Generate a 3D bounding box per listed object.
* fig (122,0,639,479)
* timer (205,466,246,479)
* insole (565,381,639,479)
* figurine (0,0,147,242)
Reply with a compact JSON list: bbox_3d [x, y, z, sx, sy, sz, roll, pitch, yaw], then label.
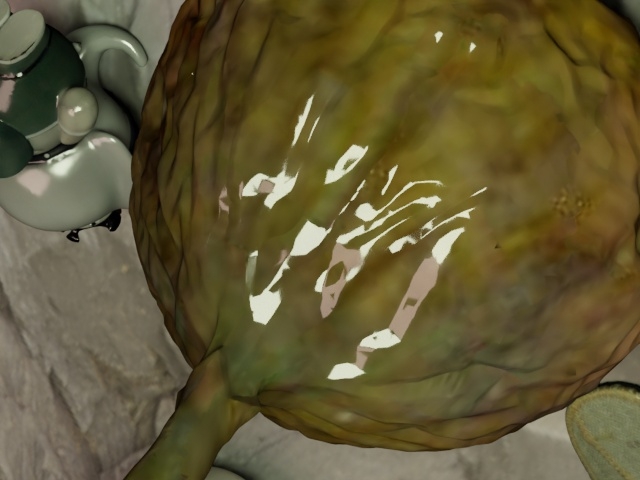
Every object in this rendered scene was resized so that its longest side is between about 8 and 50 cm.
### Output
[{"bbox_3d":[0.000,0.000,0.775,0.286,0.368,0.286,14,122,24],"label":"fig"},{"bbox_3d":[-0.074,0.279,1.220,0.233,0.240,0.233,13,105,56],"label":"timer"},{"bbox_3d":[0.254,0.225,0.998,0.119,0.009,0.348,-23,105,49],"label":"insole"},{"bbox_3d":[-0.166,-0.069,1.044,0.147,0.126,0.192,13,146,21],"label":"figurine"}]
